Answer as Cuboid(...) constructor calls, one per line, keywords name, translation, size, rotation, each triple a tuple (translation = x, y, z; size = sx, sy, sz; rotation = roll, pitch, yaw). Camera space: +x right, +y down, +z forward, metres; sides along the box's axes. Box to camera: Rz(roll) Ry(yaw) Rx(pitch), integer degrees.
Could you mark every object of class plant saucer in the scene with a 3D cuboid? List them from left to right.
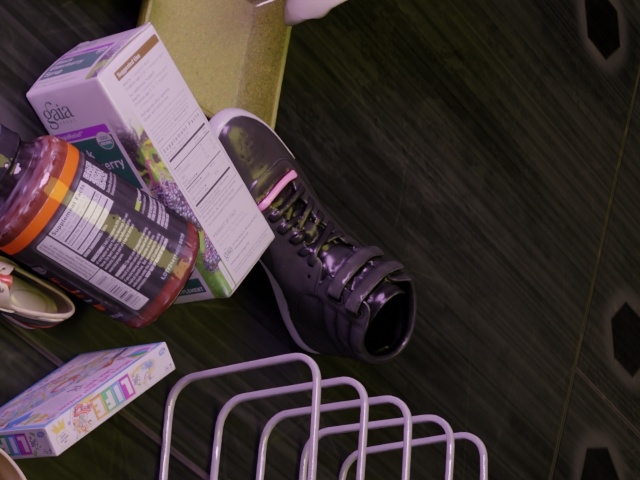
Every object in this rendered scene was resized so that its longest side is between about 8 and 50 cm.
Cuboid(name="plant saucer", translation=(-0.109, -0.199, 1.694), size=(0.188, 0.045, 0.188), rotation=(32, 59, -44))

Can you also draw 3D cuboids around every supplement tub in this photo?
Cuboid(name="supplement tub", translation=(-0.204, -0.017, 1.472), size=(0.198, 0.106, 0.106), rotation=(34, 55, -23))

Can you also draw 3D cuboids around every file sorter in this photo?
Cuboid(name="file sorter", translation=(0.008, 0.231, 1.633), size=(0.277, 0.193, 0.173), rotation=(28, 58, -45))

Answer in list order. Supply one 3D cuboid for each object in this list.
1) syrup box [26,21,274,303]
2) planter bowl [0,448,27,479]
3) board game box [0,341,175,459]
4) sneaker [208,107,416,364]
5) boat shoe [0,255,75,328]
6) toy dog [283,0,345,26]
Cuboid(name="syrup box", translation=(-0.147, -0.064, 1.578), size=(0.237, 0.093, 0.096), rotation=(60, 43, -24))
Cuboid(name="planter bowl", translation=(-0.300, 0.224, 1.310), size=(0.162, 0.109, 0.162), rotation=(15, 71, -50))
Cuboid(name="board game box", translation=(-0.205, 0.131, 1.455), size=(0.154, 0.103, 0.026), rotation=(-35, 110, -48))
Cuboid(name="sneaker", translation=(0.000, 0.000, 1.673), size=(0.104, 0.147, 0.296), rotation=(-45, 126, -26))
Cuboid(name="boat shoe", translation=(-0.261, 0.037, 1.455), size=(0.137, 0.043, 0.049), rotation=(32, 60, -42))
Cuboid(name="toy dog", translation=(0.030, -0.464, 1.734), size=(0.395, 0.284, 0.408), rotation=(-63, 130, -73))
